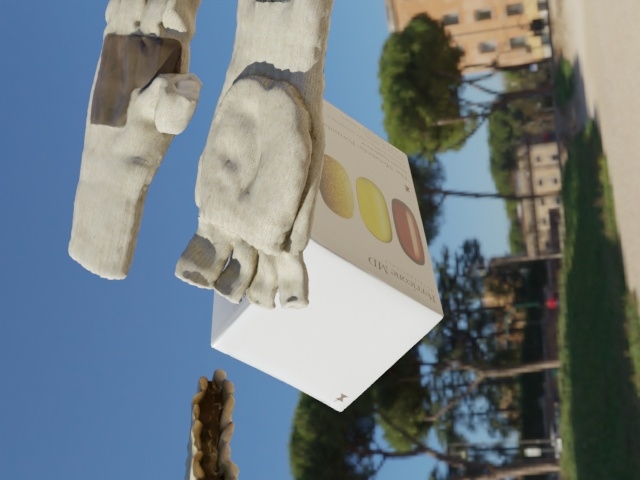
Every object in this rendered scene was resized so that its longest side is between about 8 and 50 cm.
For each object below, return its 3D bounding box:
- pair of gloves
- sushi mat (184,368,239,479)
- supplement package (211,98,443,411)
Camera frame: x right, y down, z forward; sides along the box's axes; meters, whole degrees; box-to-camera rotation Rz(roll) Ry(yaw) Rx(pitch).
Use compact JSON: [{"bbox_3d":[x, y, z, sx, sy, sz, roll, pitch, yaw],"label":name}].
[{"bbox_3d":[-0.078,-0.069,0.571,0.042,0.240,0.204,6,-88,-44],"label":"pair of gloves"},{"bbox_3d":[-0.060,0.200,0.384,0.316,0.019,0.151,107,161,-47],"label":"sushi mat"},{"bbox_3d":[0.000,0.000,0.810,0.139,0.134,0.244,30,-151,-24],"label":"supplement package"}]
